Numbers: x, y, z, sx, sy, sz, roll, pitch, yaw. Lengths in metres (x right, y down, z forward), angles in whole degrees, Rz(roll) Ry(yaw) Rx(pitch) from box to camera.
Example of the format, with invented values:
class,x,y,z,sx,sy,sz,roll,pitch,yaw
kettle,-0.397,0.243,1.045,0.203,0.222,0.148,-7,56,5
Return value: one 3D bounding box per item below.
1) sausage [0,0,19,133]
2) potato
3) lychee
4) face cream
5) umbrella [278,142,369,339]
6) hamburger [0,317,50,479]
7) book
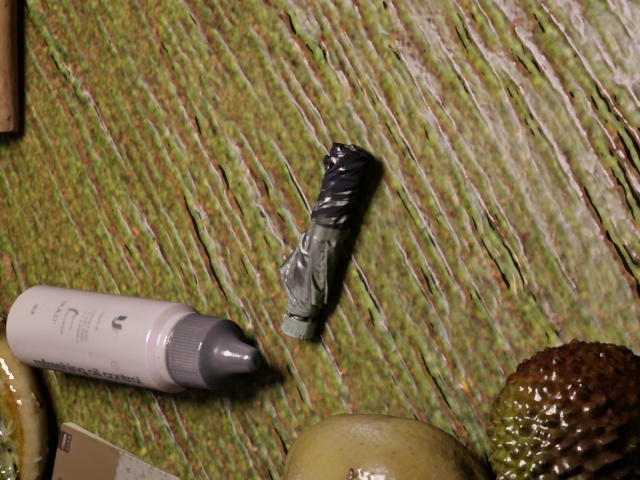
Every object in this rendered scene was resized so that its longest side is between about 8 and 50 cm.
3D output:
class,x,y,z,sx,sy,sz,roll,pitch,yaw
sausage,-0.364,-0.265,1.580,0.065,0.066,0.301,-3,89,38
potato,0.052,0.216,1.210,0.194,0.157,0.157,35,112,47
lychee,0.196,0.154,1.071,0.171,0.171,0.171,0,90,38
face cream,-0.179,0.100,1.416,0.311,0.092,0.092,4,93,37
umbrella,0.000,0.000,1.303,0.050,0.046,0.188,26,111,28
hamburger,-0.439,0.208,1.557,0.276,0.195,0.318,1,93,36
book,-0.213,0.285,1.488,0.198,0.016,0.138,18,101,37
